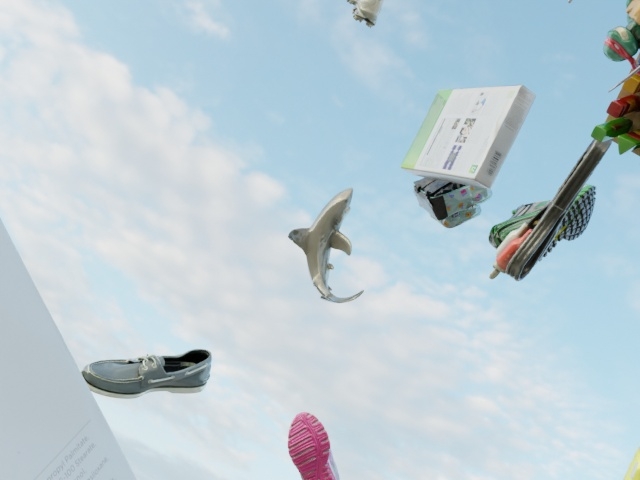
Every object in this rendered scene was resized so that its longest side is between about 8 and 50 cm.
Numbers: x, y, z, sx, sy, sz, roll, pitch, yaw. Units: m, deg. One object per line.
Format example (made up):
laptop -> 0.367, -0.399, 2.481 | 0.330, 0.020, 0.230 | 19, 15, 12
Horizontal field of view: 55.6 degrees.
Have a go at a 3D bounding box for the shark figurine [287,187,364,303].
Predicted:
shark figurine -> -0.012, 0.026, 1.206 | 0.116, 0.278, 0.166 | 28, -43, -31

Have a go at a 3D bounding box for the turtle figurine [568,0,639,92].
turtle figurine -> 0.377, -0.276, 0.664 | 0.234, 0.118, 0.175 | -48, -122, 23

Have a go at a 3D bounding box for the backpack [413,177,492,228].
backpack -> 0.373, -0.129, 1.665 | 0.144, 0.188, 0.166 | 62, -4, -23

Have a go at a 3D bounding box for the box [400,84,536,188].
box -> 0.338, -0.252, 1.450 | 0.059, 0.232, 0.322 | 27, 0, -27

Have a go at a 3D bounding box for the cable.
cable -> 0.359, -0.045, 0.984 | 0.072, 0.139, 0.287 | 33, -55, 20

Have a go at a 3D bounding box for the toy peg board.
toy peg board -> 0.442, -0.162, 0.770 | 0.161, 0.079, 0.160 | 44, -40, 34

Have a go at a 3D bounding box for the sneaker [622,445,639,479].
sneaker -> 0.402, 0.257, 0.622 | 0.209, 0.094, 0.081 | 11, -2, -17

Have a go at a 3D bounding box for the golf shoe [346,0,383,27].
golf shoe -> 0.099, -0.535, 1.308 | 0.069, 0.176, 0.086 | 11, -49, -31

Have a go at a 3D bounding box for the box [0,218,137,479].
box -> -0.245, 0.138, 0.304 | 0.215, 0.168, 0.345 | -19, -79, 14

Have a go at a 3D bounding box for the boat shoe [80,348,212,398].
boat shoe -> -0.395, 0.294, 1.412 | 0.320, 0.099, 0.116 | 11, 22, -41

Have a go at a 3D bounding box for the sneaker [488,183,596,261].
sneaker -> 0.579, -0.066, 1.566 | 0.146, 0.344, 0.134 | 38, -34, 45

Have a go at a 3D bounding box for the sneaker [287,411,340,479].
sneaker -> -0.015, 0.536, 1.460 | 0.111, 0.103, 0.252 | 118, -44, -80
